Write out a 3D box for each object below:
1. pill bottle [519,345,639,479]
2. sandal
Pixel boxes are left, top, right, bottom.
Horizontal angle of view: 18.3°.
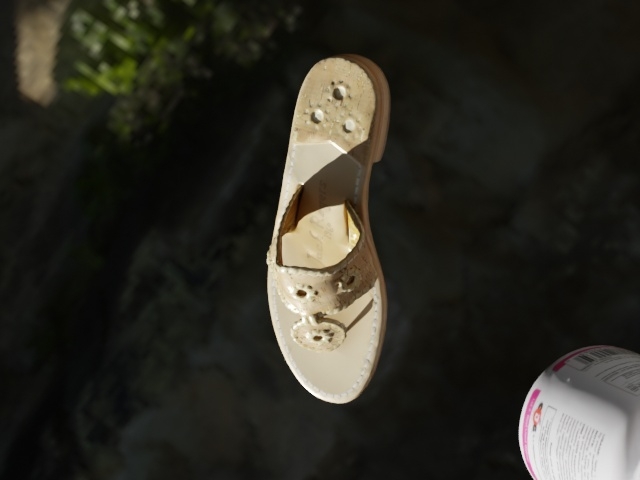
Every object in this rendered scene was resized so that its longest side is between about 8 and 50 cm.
[{"bbox_3d":[0.300,0.194,1.772,0.160,0.160,0.283,29,178,-18],"label":"pill bottle"},{"bbox_3d":[-0.006,-0.001,1.308,0.088,0.240,0.079,11,-165,23],"label":"sandal"}]
